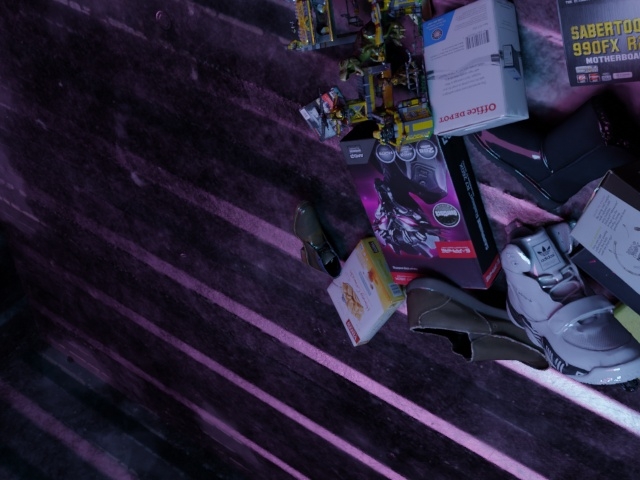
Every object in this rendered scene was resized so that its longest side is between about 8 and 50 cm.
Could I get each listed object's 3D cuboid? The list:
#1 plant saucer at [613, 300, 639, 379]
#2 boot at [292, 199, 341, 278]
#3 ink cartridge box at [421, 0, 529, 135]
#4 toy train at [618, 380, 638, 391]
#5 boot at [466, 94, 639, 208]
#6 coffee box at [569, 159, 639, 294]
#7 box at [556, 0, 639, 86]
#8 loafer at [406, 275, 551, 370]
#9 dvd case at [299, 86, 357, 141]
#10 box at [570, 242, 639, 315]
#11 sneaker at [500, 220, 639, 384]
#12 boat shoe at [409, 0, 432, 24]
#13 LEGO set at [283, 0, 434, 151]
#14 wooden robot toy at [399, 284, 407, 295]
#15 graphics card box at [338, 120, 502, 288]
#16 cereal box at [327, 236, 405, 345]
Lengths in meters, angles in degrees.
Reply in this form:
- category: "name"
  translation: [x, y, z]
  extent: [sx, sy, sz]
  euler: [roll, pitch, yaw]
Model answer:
- category: "plant saucer"
  translation: [0.630, 0.180, 1.302]
  extent: [0.188, 0.045, 0.188]
  euler: [36, 141, 9]
- category: "boot"
  translation: [0.000, 0.000, 1.634]
  extent: [0.106, 0.082, 0.219]
  euler: [35, 154, 33]
- category: "ink cartridge box"
  translation: [0.249, -0.277, 1.114]
  extent: [0.139, 0.082, 0.191]
  euler: [-8, 89, 45]
- category: "toy train"
  translation: [0.598, 0.254, 1.414]
  extent: [0.158, 0.027, 0.036]
  euler: [48, 152, -8]
- category: "boot"
  translation: [0.387, -0.183, 1.138]
  extent: [0.246, 0.094, 0.207]
  euler: [42, 142, -3]
- category: "coffee box"
  translation: [0.502, 0.024, 0.881]
  extent: [0.297, 0.168, 0.119]
  euler: [48, 140, 31]
- category: "box"
  translation: [0.465, -0.322, 0.974]
  extent: [0.231, 0.056, 0.183]
  euler: [5, 128, 38]
- category: "loafer"
  translation: [0.333, 0.204, 1.445]
  extent: [0.366, 0.130, 0.134]
  euler: [23, 158, -6]
- category: "dvd case"
  translation: [0.016, -0.265, 1.446]
  extent: [0.119, 0.013, 0.087]
  euler: [-22, 109, 48]
- category: "box"
  translation: [0.566, -0.023, 1.093]
  extent: [0.165, 0.143, 0.270]
  euler: [40, 142, 5]
- category: "sneaker"
  translation: [0.432, 0.098, 1.226]
  extent: [0.366, 0.137, 0.210]
  euler: [-128, 17, -67]
- category: "boat shoe"
  translation: [0.162, -0.427, 1.142]
  extent: [0.045, 0.050, 0.135]
  euler: [3, 127, 46]
- category: "LEGO set"
  translation: [0.050, -0.299, 1.145]
  extent: [0.255, 0.192, 0.331]
  euler: [-127, 26, -55]
- category: "wooden robot toy"
  translation: [0.230, 0.115, 1.570]
  extent: [0.173, 0.076, 0.079]
  euler: [2, 137, 40]
- category: "graphics card box"
  translation: [0.208, -0.071, 1.396]
  extent: [0.232, 0.094, 0.371]
  euler: [2, 125, 40]
- category: "cereal box"
  translation: [0.104, 0.127, 1.641]
  extent: [0.173, 0.047, 0.240]
  euler: [64, 148, 25]
